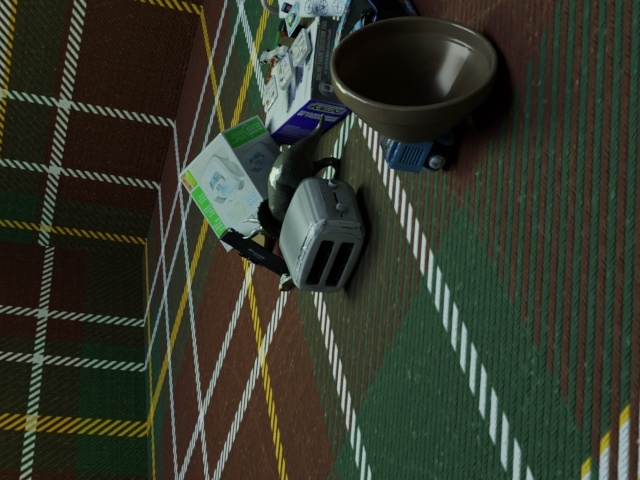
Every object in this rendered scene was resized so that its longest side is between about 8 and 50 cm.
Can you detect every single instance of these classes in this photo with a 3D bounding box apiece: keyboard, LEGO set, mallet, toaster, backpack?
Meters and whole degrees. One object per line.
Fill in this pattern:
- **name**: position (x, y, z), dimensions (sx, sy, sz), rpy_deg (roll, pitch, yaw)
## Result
- **keyboard**: position (-0.153, 0.028, 2.002), dimensions (0.023, 0.180, 0.108), rpy_deg (-63, 13, -26)
- **LEGO set**: position (-0.071, -0.413, 1.852), dimensions (0.182, 0.060, 0.244), rpy_deg (-52, 34, 35)
- **mallet**: position (-0.033, -0.561, 2.115), dimensions (0.190, 0.062, 0.039), rpy_deg (-26, 58, 50)
- **toaster**: position (0.000, 0.000, 1.637), dimensions (0.146, 0.129, 0.227), rpy_deg (-109, 34, -49)
- **backpack**: position (0.091, -0.356, 1.532), dimensions (0.158, 0.117, 0.173), rpy_deg (-107, 31, -50)

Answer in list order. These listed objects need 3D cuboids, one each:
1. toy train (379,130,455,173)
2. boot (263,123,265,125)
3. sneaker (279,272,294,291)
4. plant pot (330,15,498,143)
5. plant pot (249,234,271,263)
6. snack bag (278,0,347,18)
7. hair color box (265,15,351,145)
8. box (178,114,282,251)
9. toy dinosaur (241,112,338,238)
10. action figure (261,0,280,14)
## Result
- **toy train**: position (0.142, -0.180, 1.331), dimensions (0.184, 0.105, 0.080), rpy_deg (-102, 28, -45)
- **boot**: position (-0.172, -0.205, 2.300), dimensions (0.189, 0.076, 0.208), rpy_deg (-104, 32, -75)
- **sneaker**: position (-0.079, 0.091, 1.974), dimensions (0.083, 0.032, 0.037), rpy_deg (135, 139, -60)
- **plant pot**: position (0.135, -0.219, 1.228), dimensions (0.237, 0.237, 0.109), rpy_deg (-102, 4, -45)
- **plant pot**: position (-0.178, -0.055, 2.249), dimensions (0.236, 0.032, 0.236), rpy_deg (173, 90, -67)
- **snack bag**: position (-0.016, -0.651, 1.806), dimensions (0.323, 0.037, 0.342), rpy_deg (20, 120, 53)
- **hair color box**: position (-0.023, -0.339, 1.874), dimensions (0.339, 0.110, 0.185), rpy_deg (157, 121, -70)
- **box**: position (-0.184, -0.130, 2.013), dimensions (0.231, 0.127, 0.262), rpy_deg (58, 144, -1)
- **toy dinosaur**: position (-0.050, -0.111, 1.775), dimensions (0.121, 0.160, 0.313), rpy_deg (-112, 34, -55)
- **action figure**: position (-0.089, -0.741, 2.021), dimensions (0.370, 0.248, 0.275), rpy_deg (-25, 70, 62)
